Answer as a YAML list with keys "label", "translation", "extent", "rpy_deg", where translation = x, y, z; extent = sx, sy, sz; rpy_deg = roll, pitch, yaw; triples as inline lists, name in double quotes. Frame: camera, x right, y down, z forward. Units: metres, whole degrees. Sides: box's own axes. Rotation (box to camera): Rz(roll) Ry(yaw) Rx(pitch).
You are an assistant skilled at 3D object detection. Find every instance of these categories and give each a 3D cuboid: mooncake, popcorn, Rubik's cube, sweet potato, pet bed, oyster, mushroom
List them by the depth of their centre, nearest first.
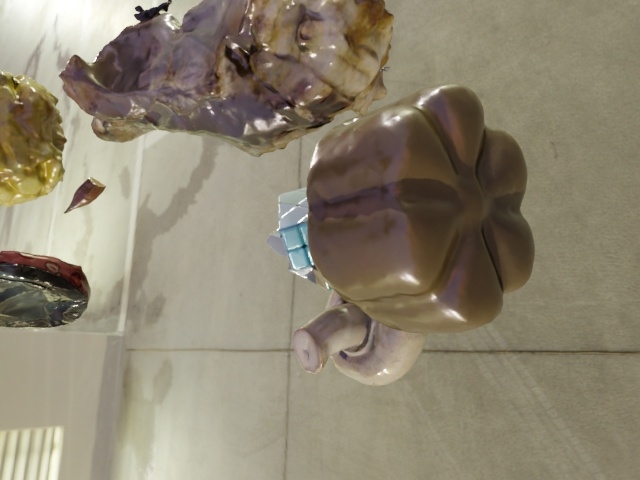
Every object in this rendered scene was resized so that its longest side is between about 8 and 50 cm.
- label: "oyster"
  translation: [-0.098, -0.168, 0.485]
  extent: [0.336, 0.198, 0.133]
  rpy_deg: [2, 54, 13]
- label: "pet bed"
  translation: [-0.440, 0.077, 0.732]
  extent: [0.201, 0.201, 0.054]
  rpy_deg: [-39, 45, 36]
- label: "popcorn"
  translation: [-0.582, -0.186, 0.928]
  extent: [0.225, 0.249, 0.250]
  rpy_deg: [136, 141, -82]
- label: "mooncake"
  translation: [0.203, -0.056, 0.974]
  extent: [0.262, 0.466, 0.468]
  rpy_deg: [-9, 73, 50]
- label: "Rubik's cube"
  translation: [0.000, 0.000, 1.206]
  extent: [0.265, 0.213, 0.224]
  rpy_deg: [-14, 33, 5]
- label: "sweet potato"
  translation: [-0.580, -0.105, 1.219]
  extent: [0.117, 0.049, 0.049]
  rpy_deg: [-43, 44, -5]
- label: "mushroom"
  translation: [0.121, 0.234, 1.265]
  extent: [0.315, 0.315, 0.356]
  rpy_deg: [-20, 31, 45]
